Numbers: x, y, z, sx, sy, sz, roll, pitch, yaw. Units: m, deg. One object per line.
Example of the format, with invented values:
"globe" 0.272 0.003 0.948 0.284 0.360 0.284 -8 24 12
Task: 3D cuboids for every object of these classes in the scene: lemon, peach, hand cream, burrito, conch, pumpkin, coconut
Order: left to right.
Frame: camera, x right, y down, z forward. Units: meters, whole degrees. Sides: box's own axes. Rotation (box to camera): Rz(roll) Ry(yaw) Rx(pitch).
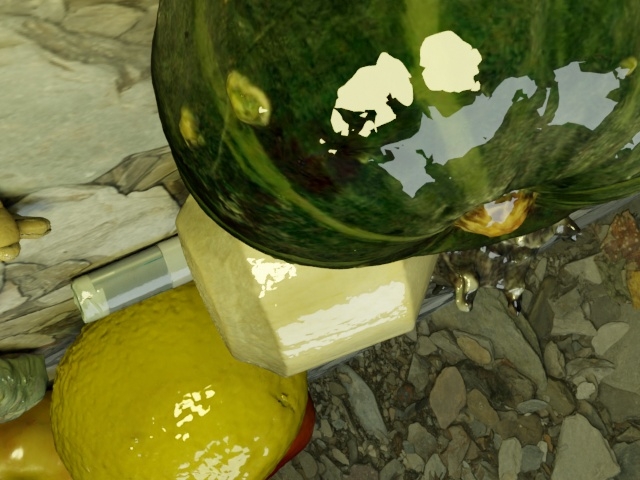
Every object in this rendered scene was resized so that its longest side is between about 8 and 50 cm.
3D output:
"burrito" -0.378 0.158 1.107 0.096 0.066 0.309 -36 168 4
"peach" -0.362 0.346 1.477 0.289 0.289 0.308 -27 168 7
"lemon" -0.153 0.171 1.170 0.322 0.268 0.268 -48 167 3
"hand cream" -0.125 0.012 1.048 0.255 0.048 0.079 -25 175 -18
"coconut" 0.000 0.000 0.876 0.222 0.202 0.202 -21 169 -8
"pumpkin" 0.061 -0.101 0.524 0.300 0.207 0.300 -12 175 -1
"conch" 0.190 -0.043 1.190 0.313 0.186 0.241 1 129 -28

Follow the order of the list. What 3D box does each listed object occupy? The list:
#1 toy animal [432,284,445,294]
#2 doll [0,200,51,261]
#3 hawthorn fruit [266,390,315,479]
"toy animal" 0.142 0.004 1.493 0.245 0.114 0.146 3 152 -21
"doll" -0.225 -0.003 0.731 0.061 0.051 0.093 2 169 8
"hawthorn fruit" -0.133 0.269 1.661 0.265 0.265 0.307 -30 160 23
